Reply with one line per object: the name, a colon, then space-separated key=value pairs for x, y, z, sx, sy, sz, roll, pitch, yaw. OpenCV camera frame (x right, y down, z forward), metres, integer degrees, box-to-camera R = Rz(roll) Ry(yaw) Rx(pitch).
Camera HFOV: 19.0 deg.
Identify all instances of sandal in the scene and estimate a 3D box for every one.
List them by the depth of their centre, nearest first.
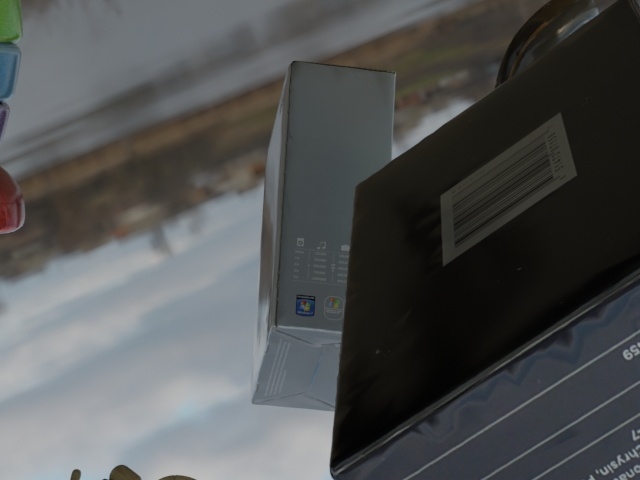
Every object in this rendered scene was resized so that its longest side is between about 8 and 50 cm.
sandal: x=0.138 y=-0.060 z=1.159 sx=0.090 sy=0.060 sz=0.219 roll=-39 pitch=156 yaw=-36

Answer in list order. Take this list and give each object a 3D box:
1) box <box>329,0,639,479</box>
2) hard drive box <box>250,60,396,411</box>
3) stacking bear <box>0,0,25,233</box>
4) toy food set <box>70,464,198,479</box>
box: x=0.168 y=0.098 z=0.846 sx=0.179 sy=0.312 sz=0.343 roll=-35 pitch=-166 yaw=14
hard drive box: x=0.000 y=0.000 z=1.550 sx=0.089 sy=0.232 sz=0.181 roll=5 pitch=156 yaw=-6
stacking bear: x=-0.247 y=-0.158 z=1.101 sx=0.175 sy=0.289 sz=0.164 roll=4 pitch=-175 yaw=-3
toy food set: x=-0.137 y=0.216 z=1.479 sx=0.122 sy=0.078 sz=0.019 roll=10 pitch=172 yaw=9
